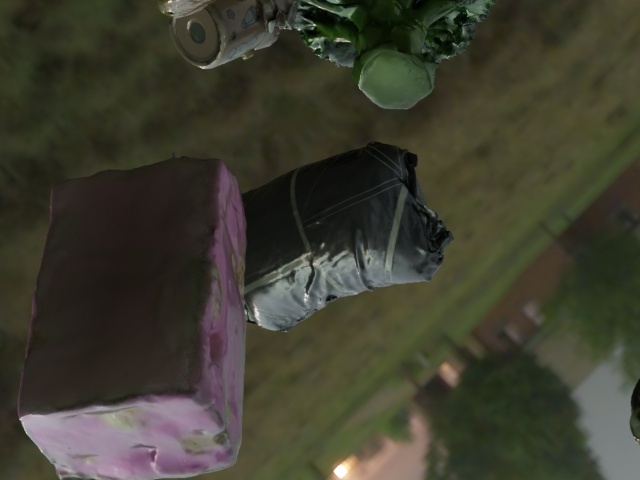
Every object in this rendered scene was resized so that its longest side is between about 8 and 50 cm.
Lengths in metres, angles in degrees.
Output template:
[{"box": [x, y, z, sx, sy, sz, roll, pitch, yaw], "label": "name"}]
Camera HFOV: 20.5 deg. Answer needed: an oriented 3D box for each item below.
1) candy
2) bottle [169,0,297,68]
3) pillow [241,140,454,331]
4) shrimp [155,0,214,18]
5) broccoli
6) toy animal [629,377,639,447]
[{"box": [-0.139, 0.062, 1.392, 0.155, 0.116, 0.265, -10, -136, 12], "label": "candy"}, {"box": [-0.089, -0.257, 2.002, 0.152, 0.099, 0.099, -27, 162, -43], "label": "bottle"}, {"box": [0.000, 0.000, 1.867, 0.335, 0.162, 0.092, -21, 177, 43], "label": "pillow"}, {"box": [0.041, -0.318, 1.629, 0.445, 0.085, 0.272, -25, -171, 11], "label": "shrimp"}, {"box": [0.072, -0.303, 2.161, 0.297, 0.297, 0.297, -50, -154, 34], "label": "broccoli"}, {"box": [0.406, 0.253, 2.046, 0.073, 0.217, 0.176, 22, 126, -42], "label": "toy animal"}]
